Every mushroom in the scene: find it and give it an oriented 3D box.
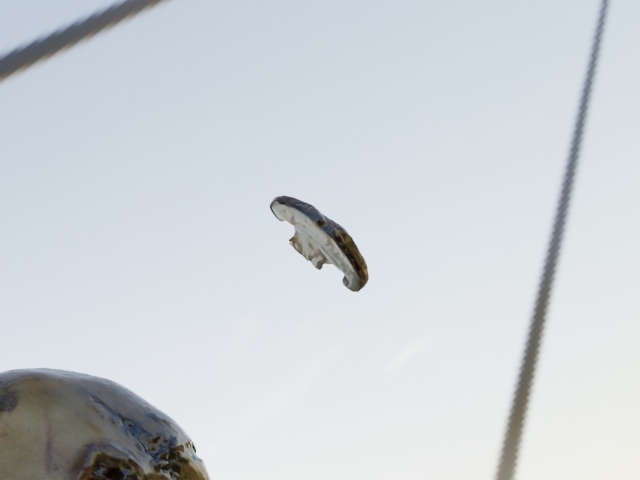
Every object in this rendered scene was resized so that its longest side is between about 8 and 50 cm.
[{"bbox_3d":[0.000,0.000,1.286,0.019,0.101,0.049,-42,-6,-41],"label":"mushroom"}]

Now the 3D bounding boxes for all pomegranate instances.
[{"bbox_3d":[-0.187,0.215,1.089,0.260,0.260,0.260,-35,-18,-13],"label":"pomegranate"}]
